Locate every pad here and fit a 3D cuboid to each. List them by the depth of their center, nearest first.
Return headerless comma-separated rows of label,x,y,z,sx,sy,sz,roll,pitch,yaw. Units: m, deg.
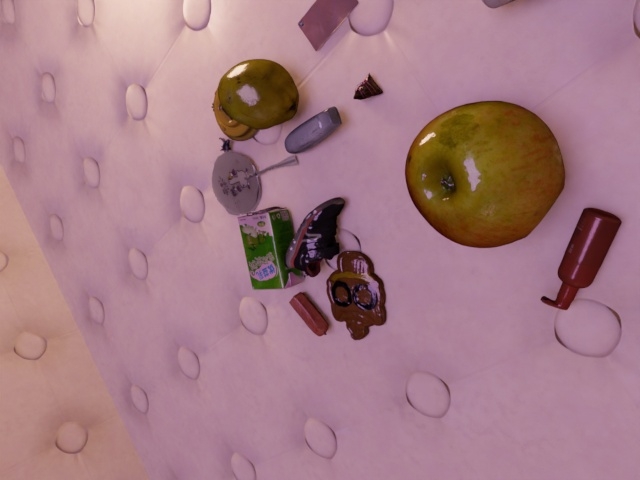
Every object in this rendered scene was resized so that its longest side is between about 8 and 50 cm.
pad,0.020,-0.656,1.465,0.188,0.006,0.113,-40,75,34

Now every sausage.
sausage,-0.030,0.250,1.677,0.169,0.065,0.065,49,124,18

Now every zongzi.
zongzi,0.117,-0.411,1.407,0.083,0.073,0.067,-30,100,38

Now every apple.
apple,0.362,-0.146,1.142,0.340,0.340,0.339,9,106,35

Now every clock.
clock,-0.291,-0.452,1.713,0.237,0.057,0.236,10,107,36

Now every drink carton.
drink carton,-0.165,0.027,1.697,0.161,0.108,0.270,-6,98,40

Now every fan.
fan,-0.240,-0.220,1.740,0.415,0.012,0.232,-18,98,38

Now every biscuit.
biscuit,0.104,0.175,1.573,0.209,0.041,0.290,2,101,38

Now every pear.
pear,-0.192,-0.445,1.544,0.269,0.212,0.212,20,112,20

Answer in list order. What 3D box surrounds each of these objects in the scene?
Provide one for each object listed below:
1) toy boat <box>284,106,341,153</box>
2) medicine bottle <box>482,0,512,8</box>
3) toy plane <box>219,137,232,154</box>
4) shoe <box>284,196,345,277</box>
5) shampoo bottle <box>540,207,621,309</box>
toy boat,-0.027,-0.326,1.539,0.261,0.085,0.078,-22,86,49
medicine bottle,0.464,-0.618,1.038,0.293,0.170,0.170,-14,92,38
toy plane,-0.334,-0.336,1.782,0.078,0.031,0.083,62,147,6
shoe,0.000,0.000,1.559,0.137,0.114,0.290,39,117,17
shampoo bottle,0.591,0.049,1.151,0.085,0.085,0.244,28,115,29
